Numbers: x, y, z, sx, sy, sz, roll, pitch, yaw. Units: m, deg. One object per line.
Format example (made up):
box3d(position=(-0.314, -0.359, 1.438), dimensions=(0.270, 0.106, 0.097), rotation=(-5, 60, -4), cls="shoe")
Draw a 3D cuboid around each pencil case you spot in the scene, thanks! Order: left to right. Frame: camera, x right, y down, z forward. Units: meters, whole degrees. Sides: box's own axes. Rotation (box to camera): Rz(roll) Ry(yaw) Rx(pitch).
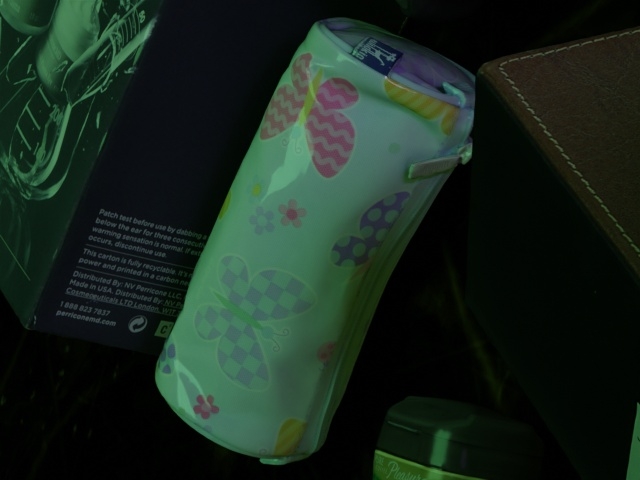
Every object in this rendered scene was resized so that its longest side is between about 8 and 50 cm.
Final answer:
box3d(position=(0.000, 0.000, 1.216), dimensions=(0.124, 0.113, 0.273), rotation=(31, 109, 11), cls="pencil case")

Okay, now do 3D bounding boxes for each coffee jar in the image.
box3d(position=(0.063, 0.179, 1.085), dimensions=(0.096, 0.079, 0.184), rotation=(9, 87, 64), cls="coffee jar")

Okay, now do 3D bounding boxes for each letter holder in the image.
box3d(position=(0.222, 0.042, 0.854), dimensions=(0.302, 0.214, 0.152), rotation=(-121, 21, -43), cls="letter holder")

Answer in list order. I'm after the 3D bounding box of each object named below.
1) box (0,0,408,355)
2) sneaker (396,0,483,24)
box3d(position=(-0.127, -0.135, 1.393), dimensions=(0.343, 0.179, 0.312), rotation=(46, 116, 52), cls="box")
box3d(position=(0.173, -0.284, 1.042), dimensions=(0.483, 0.185, 0.202), rotation=(-41, 68, 43), cls="sneaker")
